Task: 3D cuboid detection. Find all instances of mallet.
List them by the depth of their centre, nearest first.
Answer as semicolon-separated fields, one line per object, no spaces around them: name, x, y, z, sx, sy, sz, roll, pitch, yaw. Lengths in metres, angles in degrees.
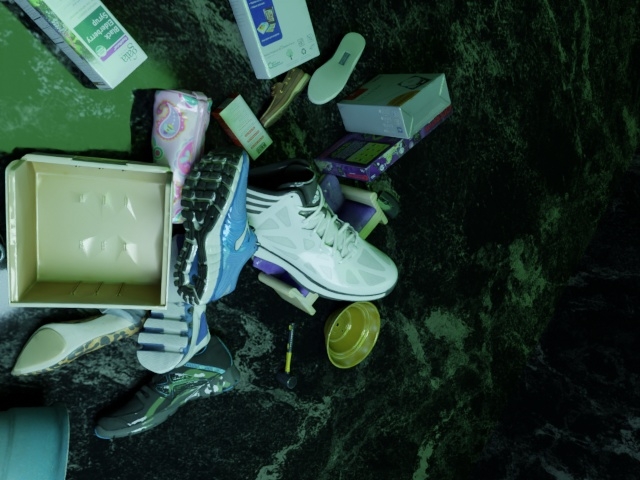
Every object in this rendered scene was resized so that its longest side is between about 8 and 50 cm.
mallet;-0.098;0.330;1.411;0.039;0.062;0.189;3;87;-42

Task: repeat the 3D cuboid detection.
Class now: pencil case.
pencil case;-0.294;-0.169;1.013;0.124;0.124;0.283;-2;106;-40

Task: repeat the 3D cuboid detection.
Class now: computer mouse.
computer mouse;0.176;-0.139;1.478;0.242;0.041;0.071;36;81;-41

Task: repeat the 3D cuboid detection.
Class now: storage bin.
storage bin;-0.411;-0.018;0.898;0.263;0.123;0.260;4;104;-14

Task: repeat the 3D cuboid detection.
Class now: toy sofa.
toy sofa;0.000;0.000;1.301;0.362;0.150;0.177;-50;131;-16

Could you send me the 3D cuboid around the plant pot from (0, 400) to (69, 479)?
plant pot;-0.649;0.430;0.797;0.334;0.341;0.340;18;92;-34

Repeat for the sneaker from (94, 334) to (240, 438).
sneaker;-0.368;0.343;1.150;0.341;0.125;0.139;-23;91;-31

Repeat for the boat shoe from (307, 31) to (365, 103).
boat shoe;0.041;-0.425;1.238;0.079;0.081;0.227;32;74;2

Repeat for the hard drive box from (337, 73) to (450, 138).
hard drive box;0.191;-0.361;1.287;0.181;0.232;0.089;-41;126;-24

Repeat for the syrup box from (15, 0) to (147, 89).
syrup box;-0.429;-0.386;0.845;0.093;0.096;0.237;-51;129;-16

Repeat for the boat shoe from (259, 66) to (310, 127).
boat shoe;-0.096;-0.348;1.170;0.060;0.064;0.178;37;74;-7

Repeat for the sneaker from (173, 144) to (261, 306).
sneaker;-0.201;-0.032;0.999;0.147;0.130;0.329;-3;111;-57

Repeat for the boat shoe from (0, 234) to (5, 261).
boat shoe;-0.668;-0.012;0.761;0.301;0.102;0.108;22;90;-43

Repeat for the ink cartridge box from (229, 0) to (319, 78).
ink cartridge box;-0.120;-0.548;1.075;0.165;0.065;0.332;-35;125;-27

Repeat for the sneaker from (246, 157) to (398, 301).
sneaker;-0.004;-0.020;1.080;0.448;0.257;0.169;23;56;-3

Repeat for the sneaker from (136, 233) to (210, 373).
sneaker;-0.314;0.152;1.109;0.182;0.128;0.315;94;6;-67

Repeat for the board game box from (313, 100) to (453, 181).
board game box;0.172;-0.283;1.314;0.347;0.208;0.056;-41;130;-22

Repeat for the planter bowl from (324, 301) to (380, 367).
planter bowl;0.077;0.274;1.497;0.217;0.090;0.217;-15;114;-36

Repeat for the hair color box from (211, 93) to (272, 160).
hair color box;-0.181;-0.263;1.131;0.072;0.043;0.141;-49;128;-17

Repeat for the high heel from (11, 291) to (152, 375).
high heel;-0.486;0.214;1.023;0.261;0.093;0.186;-35;158;-2
